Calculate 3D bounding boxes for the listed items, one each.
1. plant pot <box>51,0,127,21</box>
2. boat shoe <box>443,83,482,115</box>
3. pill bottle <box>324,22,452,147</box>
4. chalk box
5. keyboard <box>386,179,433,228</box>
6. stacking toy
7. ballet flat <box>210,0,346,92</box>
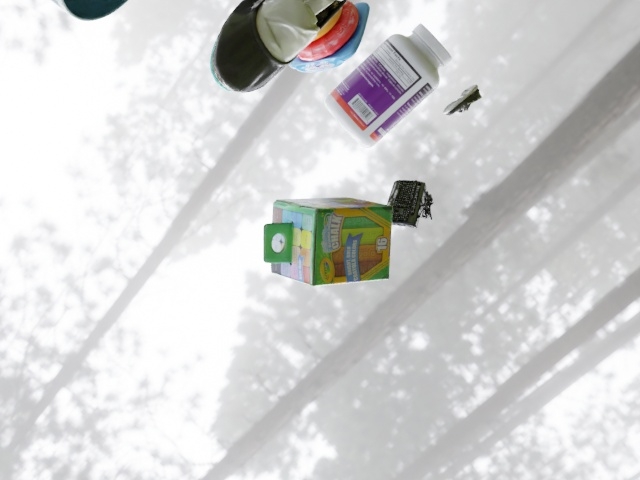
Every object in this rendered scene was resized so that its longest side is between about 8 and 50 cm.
[{"bbox_3d":[-0.367,-0.497,1.494,0.195,0.290,0.290,30,-147,11],"label":"plant pot"},{"bbox_3d":[0.329,-0.315,2.350,0.125,0.046,0.038,-43,-72,-37],"label":"boat shoe"},{"bbox_3d":[0.178,-0.403,2.628,0.181,0.323,0.181,47,-172,-9],"label":"pill bottle"},{"bbox_3d":[0.000,0.000,1.729,0.213,0.132,0.132,-5,-168,-36],"label":"chalk box"},{"bbox_3d":[0.191,-0.088,2.137,0.100,0.038,0.192,7,-148,8],"label":"keyboard"},{"bbox_3d":[-0.043,-0.497,2.055,0.302,0.175,0.166,49,-132,-43],"label":"stacking toy"},{"bbox_3d":[-0.037,-0.279,1.251,0.095,0.096,0.280,54,-138,-20],"label":"ballet flat"}]
